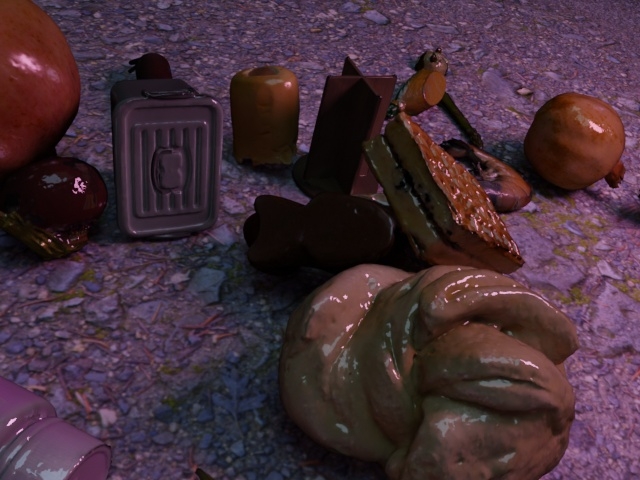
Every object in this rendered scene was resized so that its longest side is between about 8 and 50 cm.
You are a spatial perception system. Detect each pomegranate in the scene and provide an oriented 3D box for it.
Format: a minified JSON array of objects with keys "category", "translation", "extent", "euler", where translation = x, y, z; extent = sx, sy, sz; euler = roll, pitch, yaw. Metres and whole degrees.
[{"category":"pomegranate","translation":[-0.514,-0.222,1.024],"extent":[0.339,0.338,0.338],"euler":[9,41,-8]},{"category":"pomegranate","translation":[0.522,-0.206,1.391],"extent":[0.207,0.207,0.207],"euler":[9,41,-8]}]

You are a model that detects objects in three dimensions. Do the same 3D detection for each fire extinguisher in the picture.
[{"category":"fire extinguisher","translation":[-0.333,-0.301,1.337],"extent":[0.089,0.072,0.267],"euler":[-28,47,7]}]

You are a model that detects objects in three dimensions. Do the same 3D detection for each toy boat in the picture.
[{"category":"toy boat","translation":[0.219,-0.336,1.543],"extent":[0.088,0.088,0.229],"euler":[-7,26,35]}]

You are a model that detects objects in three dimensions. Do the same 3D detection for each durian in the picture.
[{"category":"durian","translation":[0.098,-0.017,1.122],"extent":[0.149,0.091,0.189],"euler":[-8,24,-35]}]

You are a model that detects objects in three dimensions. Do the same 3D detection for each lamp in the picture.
[{"category":"lamp","translation":[-0.384,-0.046,0.985],"extent":[0.157,0.156,0.134],"euler":[-27,93,-1]}]

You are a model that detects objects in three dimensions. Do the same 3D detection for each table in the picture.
[{"category":"table","translation":[0.050,-0.197,1.211],"extent":[0.167,0.226,0.167],"euler":[8,42,-8]}]

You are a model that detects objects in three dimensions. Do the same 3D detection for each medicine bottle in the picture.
[{"category":"medicine bottle","translation":[-0.355,0.210,0.684],"extent":[0.255,0.151,0.152],"euler":[24,41,11]}]

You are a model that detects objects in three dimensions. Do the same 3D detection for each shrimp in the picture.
[{"category":"shrimp","translation":[0.280,-0.135,1.342],"extent":[0.291,0.054,0.222],"euler":[-6,46,-28]}]

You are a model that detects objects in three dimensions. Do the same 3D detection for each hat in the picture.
[{"category":"hat","translation":[0.286,-0.449,1.701],"extent":[0.076,0.059,0.077],"euler":[41,42,21]}]

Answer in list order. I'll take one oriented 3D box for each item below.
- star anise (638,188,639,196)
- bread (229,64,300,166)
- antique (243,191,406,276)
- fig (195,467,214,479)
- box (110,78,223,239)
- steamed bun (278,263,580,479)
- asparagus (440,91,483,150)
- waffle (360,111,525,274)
[{"category":"star anise","translation":[0.797,-0.093,1.372],"extent":[0.347,0.148,0.237],"euler":[1,11,-15]},{"category":"bread","translation":[-0.106,-0.227,1.235],"extent":[0.134,0.173,0.085],"euler":[8,29,21]},{"category":"antique","translation":[0.000,0.000,1.021],"extent":[0.257,0.143,0.121],"euler":[1,73,19]},{"category":"fig","translation":[-0.089,0.318,0.676],"extent":[0.159,0.159,0.257],"euler":[-5,25,-22]},{"category":"box","translation":[-0.249,-0.137,1.055],"extent":[0.163,0.243,0.135],"euler":[-9,35,-24]},{"category":"steamed bun","translation":[0.151,0.158,0.848],"extent":[0.372,0.230,0.325],"euler":[31,46,15]},{"category":"asparagus","translation":[0.319,-0.272,1.531],"extent":[0.034,0.027,0.236],"euler":[22,32,-38]},{"category":"waffle","translation":[0.199,-0.046,1.053],"extent":[0.308,0.091,0.212],"euler":[22,39,-54]}]
